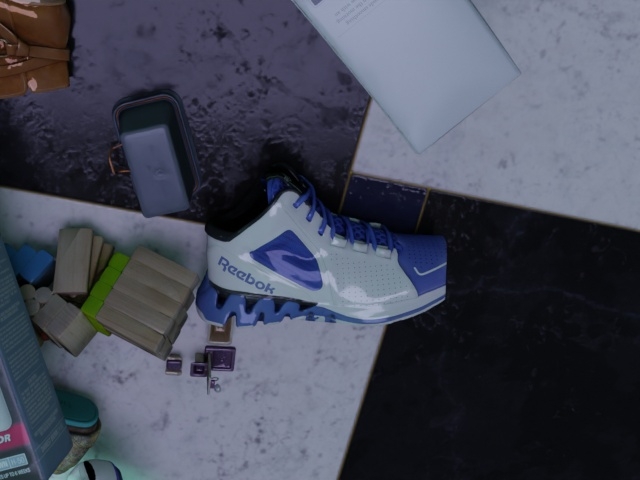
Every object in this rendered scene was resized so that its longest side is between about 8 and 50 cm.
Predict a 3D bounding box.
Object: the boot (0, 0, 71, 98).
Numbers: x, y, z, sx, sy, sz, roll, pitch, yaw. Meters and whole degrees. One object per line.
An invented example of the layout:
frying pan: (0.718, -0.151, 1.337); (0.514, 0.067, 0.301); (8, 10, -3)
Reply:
boot: (-0.371, -0.228, 1.056); (0.197, 0.073, 0.152); (-3, 119, -3)

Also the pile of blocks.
pile of blocks: (-0.326, 0.073, 1.193); (0.362, 0.148, 0.112); (2, 157, 2)

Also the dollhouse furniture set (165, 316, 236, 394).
dollhouse furniture set: (-0.149, 0.136, 1.240); (0.091, 0.081, 0.114); (4, 113, -9)

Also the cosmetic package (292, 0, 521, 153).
cosmetic package: (0.069, -0.242, 1.018); (0.138, 0.224, 0.224); (-37, 113, 10)

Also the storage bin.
storage bin: (-0.196, -0.093, 1.127); (0.098, 0.091, 0.135); (-13, 114, -1)

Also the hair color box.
hair color box: (-0.424, 0.095, 1.056); (0.185, 0.113, 0.374); (-15, 99, 5)

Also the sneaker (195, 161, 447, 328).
sneaker: (-0.001, 0.000, 1.173); (0.316, 0.127, 0.182); (-5, 117, -3)

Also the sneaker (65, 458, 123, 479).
sneaker: (-0.232, 0.419, 1.329); (0.236, 0.130, 0.322); (0, 119, -29)

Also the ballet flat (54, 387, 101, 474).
ballet flat: (-0.450, 0.206, 1.216); (0.349, 0.123, 0.123); (26, 109, -20)
